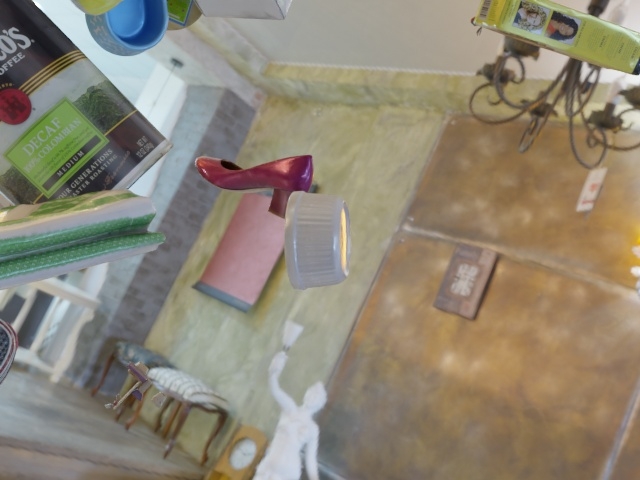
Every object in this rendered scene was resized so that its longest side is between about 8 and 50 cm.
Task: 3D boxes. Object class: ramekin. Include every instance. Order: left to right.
[{"bbox_3d":[0.000,0.000,1.398,0.108,0.207,0.207,0,-14,11],"label":"ramekin"}]

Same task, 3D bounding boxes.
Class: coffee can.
[{"bbox_3d":[-0.354,-0.153,0.845,0.275,0.201,0.201,46,-15,-15],"label":"coffee can"}]

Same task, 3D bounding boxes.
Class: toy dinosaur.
[{"bbox_3d":[0.353,-0.470,1.401,0.082,0.090,0.047,21,20,37],"label":"toy dinosaur"}]

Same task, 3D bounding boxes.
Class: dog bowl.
[{"bbox_3d":[-0.393,-0.523,1.358,0.165,0.298,0.074,-17,25,-33],"label":"dog bowl"}]

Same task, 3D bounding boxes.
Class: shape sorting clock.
[{"bbox_3d":[-0.368,-0.605,1.601,0.206,0.040,0.206,2,-52,3],"label":"shape sorting clock"}]

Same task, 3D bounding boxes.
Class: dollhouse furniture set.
[{"bbox_3d":[-0.328,0.270,1.186,0.091,0.081,0.114,44,-8,-6],"label":"dollhouse furniture set"}]

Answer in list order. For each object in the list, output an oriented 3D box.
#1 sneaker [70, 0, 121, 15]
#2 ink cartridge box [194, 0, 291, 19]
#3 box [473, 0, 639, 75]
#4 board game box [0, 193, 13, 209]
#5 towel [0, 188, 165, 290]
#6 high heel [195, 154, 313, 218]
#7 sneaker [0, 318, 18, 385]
[{"bbox_3d":[-0.201,-0.383,0.805,0.384,0.145,0.147,-31,-89,44],"label":"sneaker"},{"bbox_3d":[-0.145,-0.630,1.461,0.211,0.289,0.121,10,-21,22],"label":"ink cartridge box"},{"bbox_3d":[0.338,-0.292,0.937,0.232,0.058,0.087,12,19,-14],"label":"box"},{"bbox_3d":[-0.572,-0.097,1.210,0.305,0.053,0.193,57,-42,10],"label":"board game box"},{"bbox_3d":[-0.281,0.008,0.407,0.324,0.038,0.247,3,15,44],"label":"towel"},{"bbox_3d":[-0.179,-0.204,1.824,0.377,0.182,0.127,26,17,23],"label":"high heel"},{"bbox_3d":[-0.353,0.120,0.513,0.121,0.112,0.299,61,25,3],"label":"sneaker"}]
